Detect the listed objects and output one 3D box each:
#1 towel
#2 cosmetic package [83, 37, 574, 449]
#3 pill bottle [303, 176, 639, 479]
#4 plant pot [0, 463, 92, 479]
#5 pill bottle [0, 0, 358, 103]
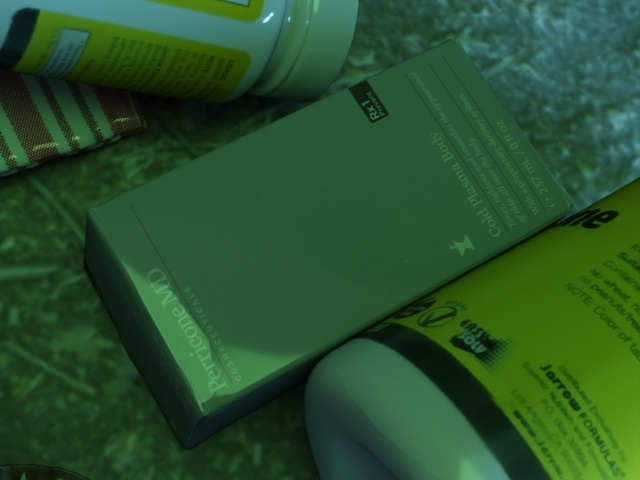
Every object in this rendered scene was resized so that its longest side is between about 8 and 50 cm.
[{"bbox_3d":[-0.216,-0.095,0.650,0.197,0.029,0.144,-21,77,-24],"label":"towel"},{"bbox_3d":[0.000,0.000,0.625,0.238,0.107,0.127,-29,79,-23],"label":"cosmetic package"},{"bbox_3d":[0.174,0.069,0.586,0.334,0.188,0.188,-27,77,-20],"label":"pill bottle"},{"bbox_3d":[-0.130,0.174,0.498,0.167,0.165,0.167,4,68,-11],"label":"plant pot"},{"bbox_3d":[-0.092,-0.141,0.630,0.208,0.119,0.119,6,67,-29],"label":"pill bottle"}]
